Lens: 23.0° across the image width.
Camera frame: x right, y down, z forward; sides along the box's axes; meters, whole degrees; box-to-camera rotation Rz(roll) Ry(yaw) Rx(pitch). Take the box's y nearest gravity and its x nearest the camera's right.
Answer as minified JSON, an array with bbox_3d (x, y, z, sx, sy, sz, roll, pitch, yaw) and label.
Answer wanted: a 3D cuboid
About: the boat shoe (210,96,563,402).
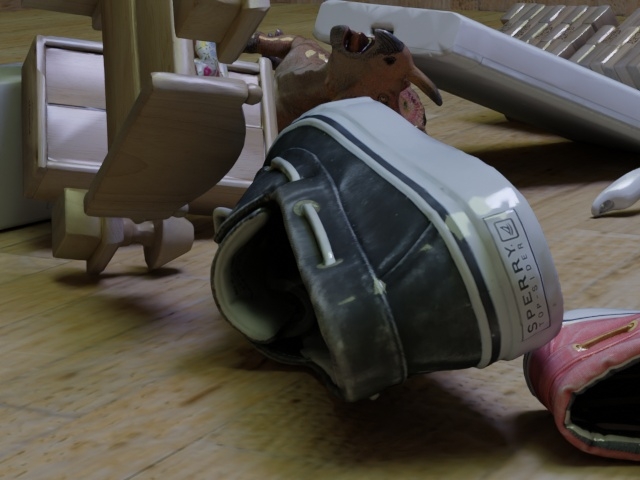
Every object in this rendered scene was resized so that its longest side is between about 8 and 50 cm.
[{"bbox_3d":[0.000,0.000,0.779,0.119,0.121,0.335,-18,9,-12],"label":"boat shoe"}]

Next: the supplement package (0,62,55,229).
[{"bbox_3d":[-0.244,-0.067,1.126,0.105,0.105,0.179,9,14,34],"label":"supplement package"}]

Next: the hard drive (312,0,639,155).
[{"bbox_3d":[0.171,-0.133,1.334,0.307,0.040,0.203,17,1,-33],"label":"hard drive"}]

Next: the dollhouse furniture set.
[{"bbox_3d":[-0.058,-0.157,0.960,0.173,0.303,0.355,5,-28,-23],"label":"dollhouse furniture set"}]

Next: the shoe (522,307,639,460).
[{"bbox_3d":[0.179,0.057,0.673,0.177,0.064,0.081,-5,14,0],"label":"shoe"}]

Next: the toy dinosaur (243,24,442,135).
[{"bbox_3d":[0.026,-0.096,1.248,0.200,0.127,0.295,13,4,21],"label":"toy dinosaur"}]

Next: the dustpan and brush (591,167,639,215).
[{"bbox_3d":[0.289,-0.068,1.173,0.211,0.147,0.060,-37,48,-26],"label":"dustpan and brush"}]

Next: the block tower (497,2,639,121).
[{"bbox_3d":[0.281,-0.163,1.506,0.097,0.091,0.335,-42,26,-17],"label":"block tower"}]
